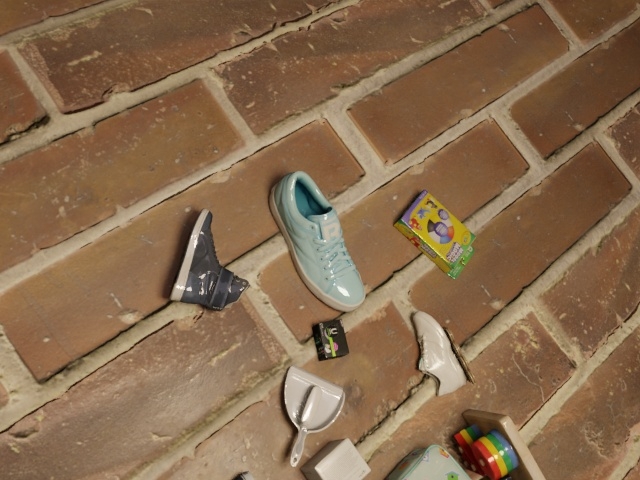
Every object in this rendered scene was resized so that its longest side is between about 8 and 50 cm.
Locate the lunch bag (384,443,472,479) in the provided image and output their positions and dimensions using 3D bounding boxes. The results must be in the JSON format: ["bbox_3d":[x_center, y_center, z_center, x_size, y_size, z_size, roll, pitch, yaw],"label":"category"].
[{"bbox_3d":[0.224,0.611,1.366,0.279,0.108,0.224,-39,86,-31],"label":"lunch bag"}]

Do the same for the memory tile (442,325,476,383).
[{"bbox_3d":[0.338,0.279,1.542,0.012,0.113,0.148,-26,82,-1],"label":"memory tile"}]

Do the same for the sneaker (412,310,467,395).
[{"bbox_3d":[0.271,0.278,1.538,0.094,0.080,0.212,-27,83,-15],"label":"sneaker"}]

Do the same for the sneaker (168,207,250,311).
[{"bbox_3d":[-0.232,0.049,1.414,0.163,0.086,0.226,17,66,-13],"label":"sneaker"}]

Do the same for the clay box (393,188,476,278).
[{"bbox_3d":[0.316,-0.015,1.672,0.222,0.053,0.127,41,62,-2],"label":"clay box"}]

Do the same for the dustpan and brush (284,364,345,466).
[{"bbox_3d":[-0.031,0.392,1.380,0.147,0.060,0.211,27,63,-10],"label":"dustpan and brush"}]

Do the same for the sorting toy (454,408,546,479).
[{"bbox_3d":[0.402,0.519,1.404,0.089,0.257,0.256,-27,82,-10],"label":"sorting toy"}]

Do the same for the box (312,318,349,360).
[{"bbox_3d":[0.023,0.233,1.466,0.062,0.052,0.083,-6,72,-23],"label":"box"}]

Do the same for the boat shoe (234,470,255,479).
[{"bbox_3d":[-0.136,0.571,1.278,0.083,0.065,0.183,-30,81,-19],"label":"boat shoe"}]

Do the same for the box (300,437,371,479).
[{"bbox_3d":[0.032,0.490,1.345,0.102,0.101,0.087,-33,84,-28],"label":"box"}]

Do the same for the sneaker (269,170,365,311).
[{"bbox_3d":[0.000,0.000,1.488,0.135,0.150,0.366,-31,84,-27],"label":"sneaker"}]
